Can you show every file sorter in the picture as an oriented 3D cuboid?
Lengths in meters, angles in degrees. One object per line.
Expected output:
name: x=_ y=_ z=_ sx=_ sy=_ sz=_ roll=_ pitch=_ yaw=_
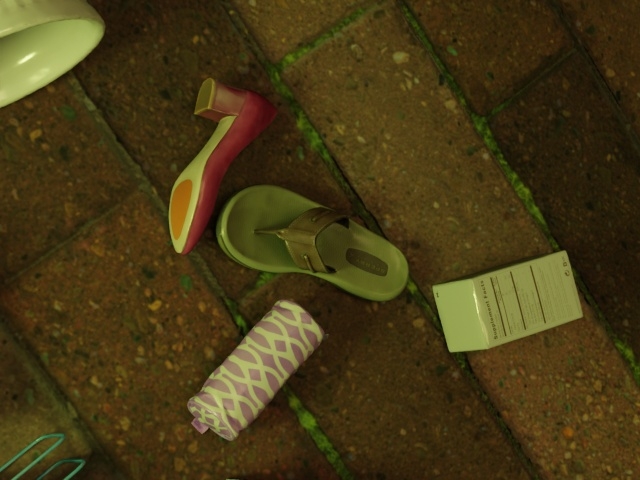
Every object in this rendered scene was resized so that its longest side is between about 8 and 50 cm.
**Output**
file sorter: x=-0.308 y=0.324 z=1.431 sx=0.104 sy=0.118 sz=0.170 roll=-40 pitch=101 yaw=-29

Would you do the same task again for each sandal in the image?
sandal: x=0.001 y=-0.001 z=1.644 sx=0.303 sy=0.086 sz=0.120 roll=17 pitch=76 yaw=-24

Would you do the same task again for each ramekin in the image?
ramekin: x=-0.400 y=-0.244 z=1.379 sx=0.277 sy=0.277 sz=0.135 roll=-27 pitch=88 yaw=-27

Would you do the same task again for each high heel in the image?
high heel: x=-0.127 y=-0.089 z=1.607 sx=0.117 sy=0.082 sz=0.244 roll=19 pitch=70 yaw=-33

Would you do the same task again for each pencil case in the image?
pencil case: x=-0.084 y=0.167 z=1.579 sx=0.206 sy=0.088 sz=0.086 roll=-46 pitch=107 yaw=-25

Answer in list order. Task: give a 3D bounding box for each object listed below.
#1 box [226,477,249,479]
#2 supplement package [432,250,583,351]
box: x=-0.052 y=0.421 z=1.549 sx=0.153 sy=0.108 sz=0.207 roll=15 pitch=77 yaw=-25
supplement package: x=0.273 y=0.089 z=1.758 sx=0.179 sy=0.105 sz=0.105 roll=-15 pitch=90 yaw=-27
